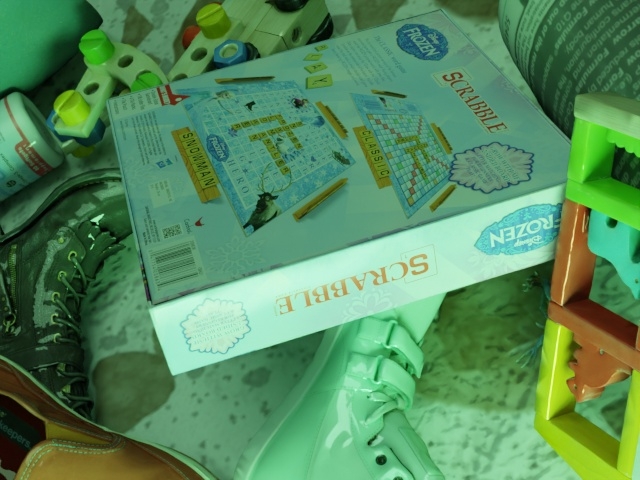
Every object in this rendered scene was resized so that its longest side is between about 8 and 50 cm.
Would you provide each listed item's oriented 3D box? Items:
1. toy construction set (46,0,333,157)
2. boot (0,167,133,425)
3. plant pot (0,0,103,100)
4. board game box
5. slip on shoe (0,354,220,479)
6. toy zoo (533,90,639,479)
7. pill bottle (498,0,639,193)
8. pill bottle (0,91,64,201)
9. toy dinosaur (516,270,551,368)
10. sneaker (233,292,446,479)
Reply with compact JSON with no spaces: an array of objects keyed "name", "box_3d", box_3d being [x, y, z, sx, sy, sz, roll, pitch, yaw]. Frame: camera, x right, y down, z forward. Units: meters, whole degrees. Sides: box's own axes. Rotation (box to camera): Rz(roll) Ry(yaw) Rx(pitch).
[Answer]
[{"name":"toy construction set","box_3d":[-0.120,-0.208,1.048,0.215,0.151,0.328,19,79,32]},{"name":"boot","box_3d":[-0.227,0.075,0.954,0.263,0.091,0.229,-24,59,12]},{"name":"plant pot","box_3d":[-0.400,-0.231,1.101,0.290,0.290,0.195,31,86,34]},{"name":"board game box","box_3d":[0.006,-0.060,0.837,0.318,0.066,0.319,-16,36,-6]},{"name":"slip on shoe","box_3d":[-0.190,0.188,0.810,0.331,0.101,0.123,29,96,18]},{"name":"toy zoo","box_3d":[0.214,0.073,0.660,0.030,0.293,0.192,-10,26,-28]},{"name":"pill bottle","box_3d":[0.282,-0.082,0.751,0.204,0.204,0.361,-25,53,7]},{"name":"pill bottle","box_3d":[-0.350,-0.075,1.087,0.160,0.087,0.087,-32,53,2]},{"name":"toy dinosaur","box_3d":[0.185,0.060,0.807,0.090,0.047,0.082,-33,70,-12]},{"name":"sneaker","box_3d":[0.062,0.120,0.784,0.151,0.094,0.256,28,82,39]}]
